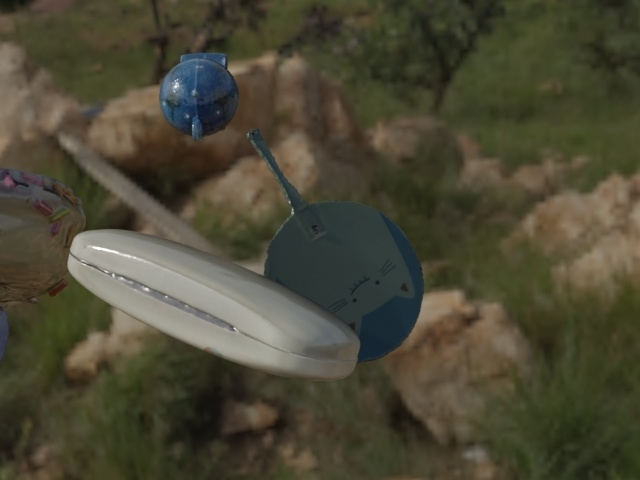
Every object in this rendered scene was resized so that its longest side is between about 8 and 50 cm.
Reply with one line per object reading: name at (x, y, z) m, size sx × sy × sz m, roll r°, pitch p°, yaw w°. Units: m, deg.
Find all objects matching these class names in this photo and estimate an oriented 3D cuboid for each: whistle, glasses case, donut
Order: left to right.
donut at (-0.485, 0.001, 2.199) m, size 0.383 × 0.142 × 0.382 m, roll -1°, pitch -11°, yaw 0°
whistle at (-0.126, -0.162, 1.810) m, size 0.090 × 0.090 × 0.158 m, roll -6°, pitch 49°, yaw 5°
glasses case at (-0.067, 0.038, 1.062) m, size 0.204 × 0.051 × 0.081 m, roll 22°, pitch 8°, yaw 32°

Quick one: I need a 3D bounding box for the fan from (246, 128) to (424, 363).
fan at (0.000, 0.000, 1.152) m, size 0.113 × 0.175 × 0.005 m, roll -31°, pitch -2°, yaw -26°

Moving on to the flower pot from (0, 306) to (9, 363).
flower pot at (-0.513, 0.106, 1.865) m, size 0.265 × 0.243 × 0.265 m, roll -33°, pitch 36°, yaw 28°
